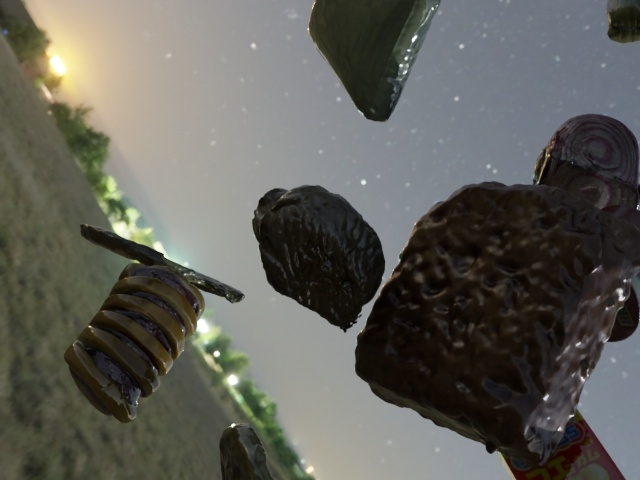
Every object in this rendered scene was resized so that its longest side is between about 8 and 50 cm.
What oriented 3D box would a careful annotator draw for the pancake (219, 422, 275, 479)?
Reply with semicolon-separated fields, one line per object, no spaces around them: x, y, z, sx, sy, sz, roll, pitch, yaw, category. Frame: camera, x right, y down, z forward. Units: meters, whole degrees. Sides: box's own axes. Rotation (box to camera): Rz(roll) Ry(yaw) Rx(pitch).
-0.090;0.351;1.057;0.242;0.050;0.242;172;-90;-70;pancake

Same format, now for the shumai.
0.001;-0.003;1.334;0.218;0.184;0.185;36;27;-16;shumai

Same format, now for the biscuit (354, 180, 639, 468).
0.258;0.103;1.286;0.342;0.395;0.166;14;-19;46;biscuit

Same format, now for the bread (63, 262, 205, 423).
-0.245;0.128;1.147;0.134;0.225;0.081;45;-39;-21;bread

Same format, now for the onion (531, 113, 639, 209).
0.569;-0.133;1.821;0.272;0.256;0.230;35;38;-12;onion

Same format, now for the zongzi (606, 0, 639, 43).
0.615;-0.516;1.631;0.115;0.228;0.256;9;-65;25;zongzi

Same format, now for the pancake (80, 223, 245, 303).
-0.254;0.040;1.373;0.286;0.033;0.288;26;-7;-10;pancake

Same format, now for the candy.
0.387;0.389;1.258;0.276;0.146;0.088;63;0;38;candy

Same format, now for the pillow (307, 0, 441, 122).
0.081;-0.377;1.429;0.255;0.119;0.322;-65;-148;31;pillow

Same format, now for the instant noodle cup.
0.548;0.052;1.627;0.235;0.178;0.235;36;-33;28;instant noodle cup
